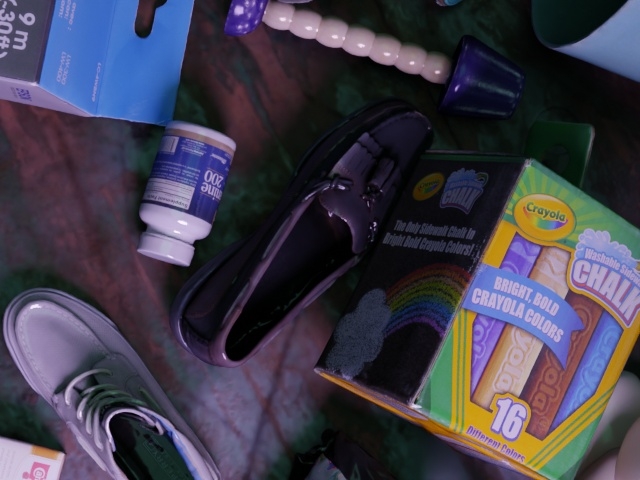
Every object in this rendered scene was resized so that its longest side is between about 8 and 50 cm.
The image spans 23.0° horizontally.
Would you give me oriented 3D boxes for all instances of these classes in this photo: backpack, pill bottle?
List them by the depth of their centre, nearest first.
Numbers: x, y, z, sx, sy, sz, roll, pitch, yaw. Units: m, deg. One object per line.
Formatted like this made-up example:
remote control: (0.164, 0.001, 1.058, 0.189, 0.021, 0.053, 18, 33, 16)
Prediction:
backpack: (0.006, 0.274, 1.355, 0.152, 0.115, 0.182, 43, 83, -3)
pill bottle: (-0.122, -0.041, 1.399, 0.067, 0.067, 0.120, 17, 82, -4)

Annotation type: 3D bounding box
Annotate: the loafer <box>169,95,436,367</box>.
loafer: (0.000, 0.000, 1.383, 0.302, 0.095, 0.109, -45, 118, -7)

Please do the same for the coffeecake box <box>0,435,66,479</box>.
coffeecake box: (-0.326, 0.228, 1.344, 0.185, 0.068, 0.142, 15, 82, -5)

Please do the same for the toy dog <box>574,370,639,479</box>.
toy dog: (0.328, 0.272, 1.243, 0.284, 0.408, 0.395, 29, 81, -2)

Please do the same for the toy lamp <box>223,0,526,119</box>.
toy lamp: (0.052, -0.176, 1.433, 0.275, 0.080, 0.080, 20, 82, -2)

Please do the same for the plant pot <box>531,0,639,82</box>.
plant pot: (0.364, -0.253, 1.381, 0.235, 0.293, 0.293, 24, 81, -16)

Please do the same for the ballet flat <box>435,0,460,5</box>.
ballet flat: (0.157, -0.298, 1.472, 0.070, 0.070, 0.188, 45, 79, 0)

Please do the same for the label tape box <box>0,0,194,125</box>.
label tape box: (-0.281, -0.256, 1.384, 0.348, 0.115, 0.249, 10, 82, -4)

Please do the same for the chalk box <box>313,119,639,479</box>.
chalk box: (0.161, 0.034, 1.344, 0.179, 0.180, 0.289, 32, 81, -26)

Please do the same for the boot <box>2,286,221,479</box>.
boot: (-0.176, 0.138, 1.344, 0.095, 0.123, 0.258, -44, 90, -9)

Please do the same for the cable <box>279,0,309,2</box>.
cable: (0.082, -0.290, 1.410, 0.139, 0.072, 0.287, 28, 67, 32)
